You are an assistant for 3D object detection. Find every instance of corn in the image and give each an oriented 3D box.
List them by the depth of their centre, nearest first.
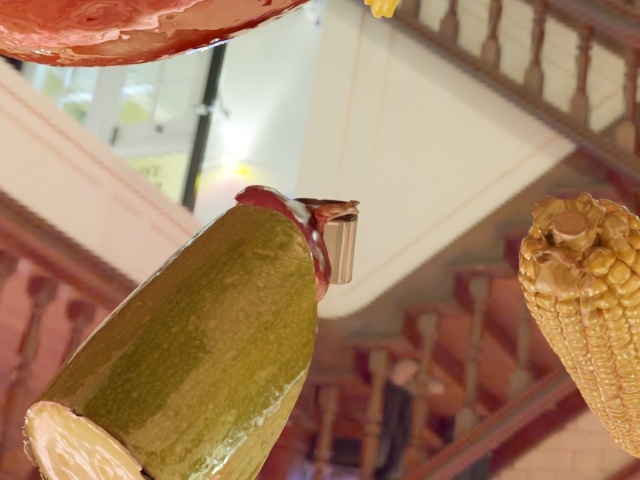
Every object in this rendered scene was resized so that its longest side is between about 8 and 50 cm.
[{"bbox_3d":[0.308,0.103,1.306,0.144,0.144,0.387,-5,137,31],"label":"corn"}]

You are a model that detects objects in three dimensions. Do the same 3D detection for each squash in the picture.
[{"bbox_3d":[-0.100,0.118,1.075,0.189,0.260,0.189,25,139,24],"label":"squash"}]

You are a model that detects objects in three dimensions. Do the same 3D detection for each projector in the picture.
[{"bbox_3d":[0.000,0.000,1.554,0.083,0.082,0.083,4,-160,-1],"label":"projector"}]

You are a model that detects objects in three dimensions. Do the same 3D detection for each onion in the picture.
[{"bbox_3d":[-0.018,-0.007,1.396,0.140,0.150,0.150,-28,151,2],"label":"onion"}]

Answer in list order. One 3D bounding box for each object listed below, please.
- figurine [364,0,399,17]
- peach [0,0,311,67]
[{"bbox_3d":[0.062,-0.312,1.237,0.178,0.129,0.109,53,170,2],"label":"figurine"},{"bbox_3d":[-0.108,-0.273,0.700,0.406,0.335,0.310,-24,174,22],"label":"peach"}]
